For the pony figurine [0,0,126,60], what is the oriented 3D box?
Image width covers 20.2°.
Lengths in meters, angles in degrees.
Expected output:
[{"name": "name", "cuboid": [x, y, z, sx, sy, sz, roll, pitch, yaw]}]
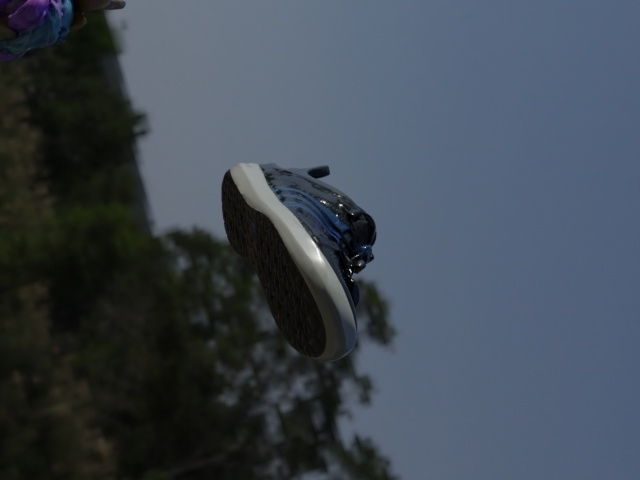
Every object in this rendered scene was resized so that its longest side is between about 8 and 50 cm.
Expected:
[{"name": "pony figurine", "cuboid": [-0.381, -0.225, 1.448, 0.363, 0.351, 0.303, 10, -89, 50]}]

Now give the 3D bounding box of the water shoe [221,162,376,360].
[{"name": "water shoe", "cuboid": [0.000, 0.000, 1.077, 0.203, 0.080, 0.073, -124, -151, -57]}]
